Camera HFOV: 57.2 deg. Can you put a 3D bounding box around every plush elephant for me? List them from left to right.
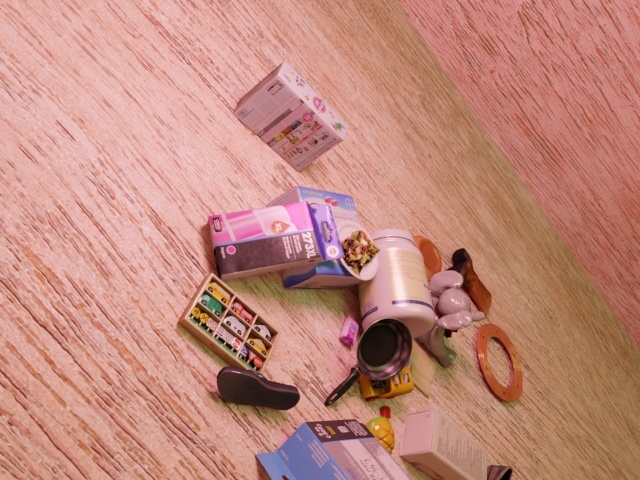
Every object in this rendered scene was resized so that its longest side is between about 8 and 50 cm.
[{"bbox_3d":[0.460,0.266,2.120,0.330,0.255,0.271,32,48,-33],"label":"plush elephant"}]

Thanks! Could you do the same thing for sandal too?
[{"bbox_3d":[-0.166,0.378,1.504,0.255,0.097,0.054,31,18,-37],"label":"sandal"}]

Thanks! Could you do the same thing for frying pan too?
[{"bbox_3d":[0.157,0.382,1.776,0.197,0.053,0.326,34,84,-26],"label":"frying pan"}]

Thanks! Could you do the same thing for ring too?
[{"bbox_3d":[0.753,0.516,2.482,0.337,0.032,0.336,26,52,-38],"label":"ring"}]

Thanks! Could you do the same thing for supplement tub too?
[{"bbox_3d":[0.240,0.149,1.952,0.235,0.235,0.324,24,48,-38],"label":"supplement tub"}]

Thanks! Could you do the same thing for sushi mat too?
[{"bbox_3d":[0.301,0.401,2.054,0.316,0.019,0.151,45,41,-21],"label":"sushi mat"}]

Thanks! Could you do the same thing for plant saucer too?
[{"bbox_3d":[0.432,0.069,2.381,0.200,0.037,0.199,27,50,-37],"label":"plant saucer"}]

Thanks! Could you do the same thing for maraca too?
[{"bbox_3d":[0.163,0.609,1.720,0.127,0.099,0.185,11,87,-42],"label":"maraca"}]

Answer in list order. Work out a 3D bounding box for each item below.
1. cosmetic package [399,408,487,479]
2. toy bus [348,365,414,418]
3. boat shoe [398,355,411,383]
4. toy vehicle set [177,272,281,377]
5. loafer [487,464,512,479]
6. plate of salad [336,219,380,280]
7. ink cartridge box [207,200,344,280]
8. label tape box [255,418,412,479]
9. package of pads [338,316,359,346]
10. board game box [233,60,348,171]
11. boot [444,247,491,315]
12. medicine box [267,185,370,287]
[{"bbox_3d":[0.406,0.693,1.911,0.296,0.129,0.153,43,44,-23],"label":"cosmetic package"},{"bbox_3d":[0.206,0.446,1.852,0.191,0.104,0.202,49,40,-16],"label":"toy bus"},{"bbox_3d":[0.284,0.444,1.975,0.040,0.049,0.142,28,69,-48],"label":"boat shoe"},{"bbox_3d":[-0.233,0.230,1.545,0.267,0.035,0.166,44,42,-21],"label":"toy vehicle set"},{"bbox_3d":[0.614,0.900,2.055,0.096,0.084,0.267,50,40,-15],"label":"loafer"},{"bbox_3d":[0.121,0.026,1.811,0.200,0.048,0.199,26,51,-38],"label":"plate of salad"},{"bbox_3d":[-0.119,-0.007,1.650,0.371,0.069,0.175,-9,73,-19],"label":"ink cartridge box"},{"bbox_3d":[0.040,0.579,1.494,0.334,0.105,0.241,14,19,-44],"label":"label tape box"},{"bbox_3d":[0.092,0.291,1.875,0.050,0.032,0.083,42,43,-20],"label":"package of pads"},{"bbox_3d":[-0.094,-0.397,1.921,0.303,0.224,0.097,41,41,-25],"label":"board game box"},{"bbox_3d":[0.631,0.212,2.508,0.280,0.096,0.264,57,30,-18],"label":"boot"},{"bbox_3d":[0.000,0.000,1.851,0.264,0.149,0.289,6,64,-46],"label":"medicine box"}]
